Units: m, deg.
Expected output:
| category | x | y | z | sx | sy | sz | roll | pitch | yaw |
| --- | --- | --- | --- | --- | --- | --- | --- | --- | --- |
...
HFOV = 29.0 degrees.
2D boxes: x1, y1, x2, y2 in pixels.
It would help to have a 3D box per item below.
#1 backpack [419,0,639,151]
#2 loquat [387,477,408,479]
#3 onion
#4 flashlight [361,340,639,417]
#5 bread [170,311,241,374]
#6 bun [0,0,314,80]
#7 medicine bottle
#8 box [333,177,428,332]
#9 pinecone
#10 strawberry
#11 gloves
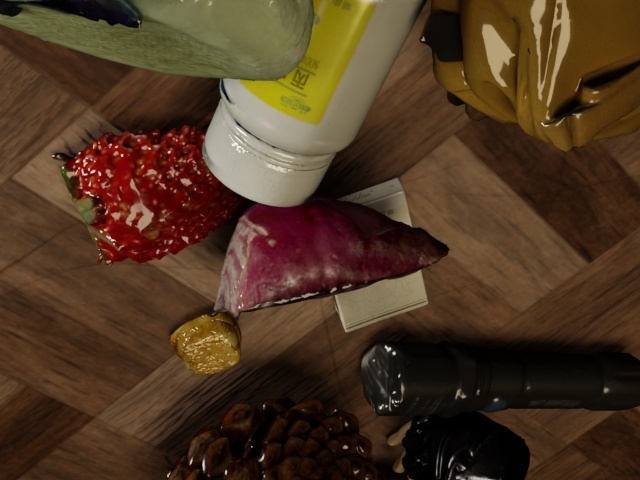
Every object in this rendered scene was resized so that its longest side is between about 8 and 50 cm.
| category | x | y | z | sx | sy | sz | roll | pitch | yaw |
| --- | --- | --- | --- | --- | --- | --- | --- | --- | --- |
| backpack | 0.258 | -0.251 | 1.096 | 0.378 | 0.201 | 0.353 | -9 | 122 | -37 |
| loquat | 0.096 | 0.432 | 1.735 | 0.208 | 0.208 | 0.208 | -12 | 136 | -12 |
| onion | 0.000 | 0.000 | 1.259 | 0.247 | 0.111 | 0.250 | -16 | 179 | -14 |
| flashlight | 0.252 | 0.187 | 1.630 | 0.424 | 0.103 | 0.103 | 5 | 130 | -28 |
| bread | -0.129 | 0.119 | 1.437 | 0.081 | 0.046 | 0.083 | 22 | 123 | -31 |
| bun | -0.134 | -0.239 | 0.967 | 0.293 | 0.293 | 0.187 | 15 | 90 | -33 |
| medicine bottle | -0.009 | -0.165 | 1.135 | 0.143 | 0.143 | 0.258 | 6 | 130 | -27 |
| box | 0.058 | 0.020 | 1.429 | 0.109 | 0.029 | 0.198 | -19 | 136 | -3 |
| pinecone | -0.066 | 0.332 | 1.534 | 0.298 | 0.242 | 0.296 | 16 | 134 | -36 |
| strawberry | -0.146 | -0.049 | 1.234 | 0.208 | 0.087 | 0.167 | -22 | 136 | -3 |
| gloves | 0.173 | 0.284 | 1.643 | 0.164 | 0.203 | 0.124 | -24 | 121 | -55 |
